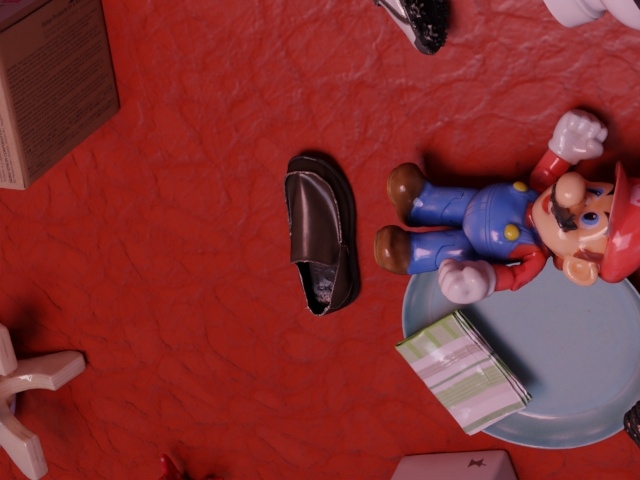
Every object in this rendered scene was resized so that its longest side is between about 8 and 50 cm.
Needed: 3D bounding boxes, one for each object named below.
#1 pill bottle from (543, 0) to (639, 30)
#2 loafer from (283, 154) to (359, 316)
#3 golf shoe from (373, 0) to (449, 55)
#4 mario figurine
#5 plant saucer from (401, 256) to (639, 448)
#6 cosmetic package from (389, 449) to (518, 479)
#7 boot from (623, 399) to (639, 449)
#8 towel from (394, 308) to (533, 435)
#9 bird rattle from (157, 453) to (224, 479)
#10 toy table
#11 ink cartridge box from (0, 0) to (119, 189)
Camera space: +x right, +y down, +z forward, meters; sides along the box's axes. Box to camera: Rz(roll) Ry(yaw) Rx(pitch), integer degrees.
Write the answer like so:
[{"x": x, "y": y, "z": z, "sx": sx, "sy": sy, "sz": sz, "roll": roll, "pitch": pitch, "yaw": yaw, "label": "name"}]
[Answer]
[{"x": 0.359, "y": -0.306, "z": 1.238, "sx": 0.323, "sy": 0.181, "sz": 0.181, "roll": -16, "pitch": 111, "yaw": 32, "label": "pill bottle"}, {"x": 0.000, "y": 0.000, "z": 1.660, "sx": 0.080, "sy": 0.078, "sz": 0.220, "roll": -1, "pitch": 118, "yaw": 26, "label": "loafer"}, {"x": 0.070, "y": -0.287, "z": 1.465, "sx": 0.094, "sy": 0.077, "sz": 0.198, "roll": -18, "pitch": 104, "yaw": 44, "label": "golf shoe"}, {"x": 0.214, "y": -0.039, "z": 1.453, "sx": 0.320, "sy": 0.170, "sz": 0.198, "roll": -2, "pitch": 96, "yaw": 26, "label": "mario figurine"}, {"x": 0.255, "y": 0.113, "z": 1.630, "sx": 0.317, "sy": 0.044, "sz": 0.317, "roll": 12, "pitch": 123, "yaw": 18, "label": "plant saucer"}, {"x": 0.213, "y": 0.529, "z": 1.786, "sx": 0.161, "sy": 0.230, "sz": 0.453, "roll": -9, "pitch": 114, "yaw": 30, "label": "cosmetic package"}, {"x": 0.527, "y": 0.276, "z": 1.532, "sx": 0.131, "sy": 0.348, "sz": 0.260, "roll": -50, "pitch": 49, "yaw": 41, "label": "boot"}, {"x": 0.175, "y": 0.166, "z": 1.660, "sx": 0.113, "sy": 0.023, "sz": 0.152, "roll": -35, "pitch": 100, "yaw": 36, "label": "towel"}, {"x": -0.224, "y": 0.453, "z": 1.978, "sx": 0.143, "sy": 0.207, "sz": 0.253, "roll": 25, "pitch": 138, "yaw": -13, "label": "bird rattle"}, {"x": -0.482, "y": 0.215, "z": 1.936, "sx": 0.161, "sy": 0.252, "sz": 0.274, "roll": 13, "pitch": 136, "yaw": 37, "label": "toy table"}, {"x": -0.344, "y": -0.198, "z": 1.606, "sx": 0.088, "sy": 0.235, "sz": 0.193, "roll": 5, "pitch": 120, "yaw": 22, "label": "ink cartridge box"}]
